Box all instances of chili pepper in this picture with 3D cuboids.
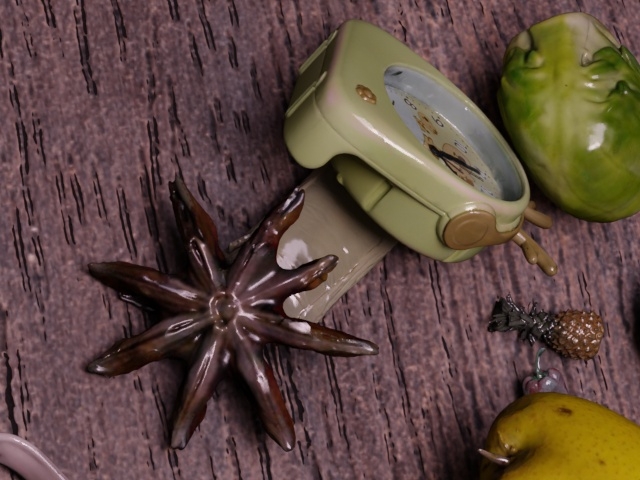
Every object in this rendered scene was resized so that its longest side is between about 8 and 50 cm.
[{"bbox_3d":[0.245,0.186,1.822,0.050,0.041,0.153,-23,103,-6],"label":"chili pepper"}]

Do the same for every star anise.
[{"bbox_3d":[-0.084,0.068,1.665,0.288,0.088,0.288,0,89,3],"label":"star anise"}]

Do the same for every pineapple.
[{"bbox_3d":[0.232,0.091,1.842,0.124,0.058,0.058,11,72,-6],"label":"pineapple"}]

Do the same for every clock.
[{"bbox_3d":[0.109,-0.074,1.746,0.308,0.096,0.235,38,25,-12],"label":"clock"}]

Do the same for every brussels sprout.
[{"bbox_3d":[0.268,-0.121,1.825,0.223,0.161,0.223,32,39,-30],"label":"brussels sprout"}]

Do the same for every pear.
[{"bbox_3d":[0.272,0.305,1.682,0.336,0.285,0.285,44,64,8],"label":"pear"}]

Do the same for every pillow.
[{"bbox_3d":[0.000,0.000,1.757,0.208,0.053,0.119,-43,97,-27],"label":"pillow"}]

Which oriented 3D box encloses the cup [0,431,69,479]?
[{"bbox_3d":[-0.279,0.301,1.477,0.273,0.208,0.288,36,67,-10],"label":"cup"}]
